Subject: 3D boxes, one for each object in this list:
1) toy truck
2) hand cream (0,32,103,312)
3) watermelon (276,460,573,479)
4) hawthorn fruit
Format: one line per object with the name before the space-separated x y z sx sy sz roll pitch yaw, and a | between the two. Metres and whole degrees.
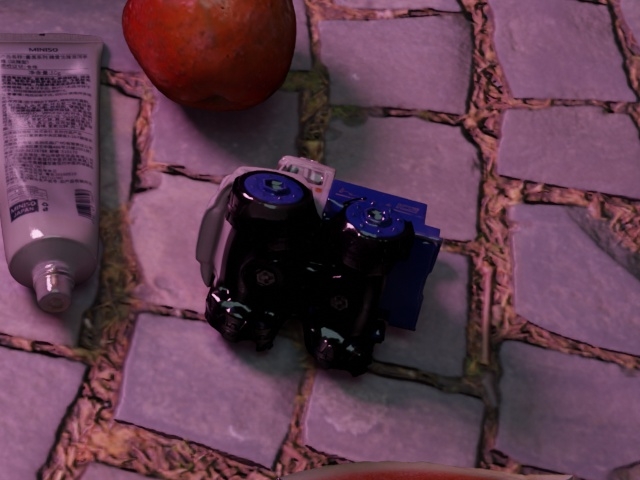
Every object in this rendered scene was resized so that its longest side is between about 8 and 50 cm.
toy truck | 0.000 0.000 1.611 0.213 0.161 0.177 16 36 1
hand cream | -0.257 -0.073 1.658 0.124 0.077 0.340 -1 50 -11
watermelon | 0.078 0.280 1.425 0.260 0.176 0.256 -7 64 -41
hawthorn fruit | -0.101 -0.203 1.706 0.173 0.173 0.173 5 56 -7
